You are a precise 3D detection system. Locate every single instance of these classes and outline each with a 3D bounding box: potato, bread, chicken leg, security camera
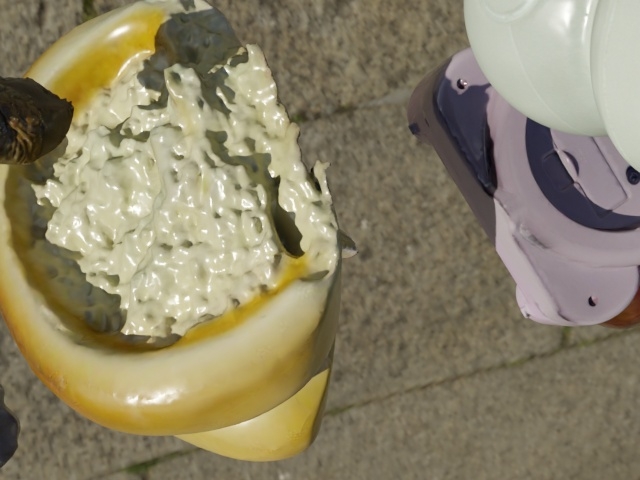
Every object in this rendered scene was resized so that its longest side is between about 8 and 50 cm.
[{"bbox_3d":[0.000,0.000,1.543,0.093,0.036,0.037,10,150,-29],"label":"potato"},{"bbox_3d":[-0.116,-0.022,1.062,0.329,0.424,0.245,-39,145,19],"label":"bread"},{"bbox_3d":[-0.267,-0.080,0.874,0.198,0.085,0.069,-21,136,-59],"label":"chicken leg"},{"bbox_3d":[0.203,-0.149,0.797,0.194,0.236,0.195,-13,116,-29],"label":"security camera"}]

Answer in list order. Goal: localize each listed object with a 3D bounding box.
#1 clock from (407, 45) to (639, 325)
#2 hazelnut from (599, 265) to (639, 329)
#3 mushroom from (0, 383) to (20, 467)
[{"bbox_3d":[0.280,-0.104,1.158,0.322,0.296,0.113,-33,-176,-13],"label":"clock"},{"bbox_3d":[0.513,-0.052,2.040,0.352,0.421,0.421,-10,140,15],"label":"hazelnut"},{"bbox_3d":[-0.552,0.263,1.574,0.290,0.297,0.297,-5,139,-56],"label":"mushroom"}]
